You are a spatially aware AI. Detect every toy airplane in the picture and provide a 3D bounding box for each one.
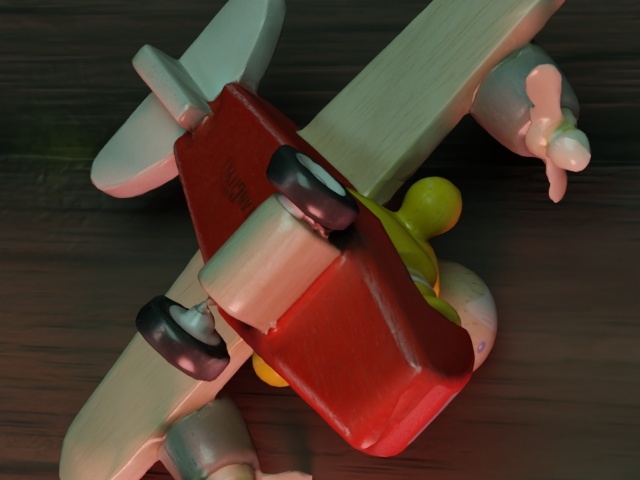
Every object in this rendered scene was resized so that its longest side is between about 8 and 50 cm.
[{"bbox_3d":[0.000,0.000,1.205,0.386,0.272,0.384,-20,44,48],"label":"toy airplane"}]
